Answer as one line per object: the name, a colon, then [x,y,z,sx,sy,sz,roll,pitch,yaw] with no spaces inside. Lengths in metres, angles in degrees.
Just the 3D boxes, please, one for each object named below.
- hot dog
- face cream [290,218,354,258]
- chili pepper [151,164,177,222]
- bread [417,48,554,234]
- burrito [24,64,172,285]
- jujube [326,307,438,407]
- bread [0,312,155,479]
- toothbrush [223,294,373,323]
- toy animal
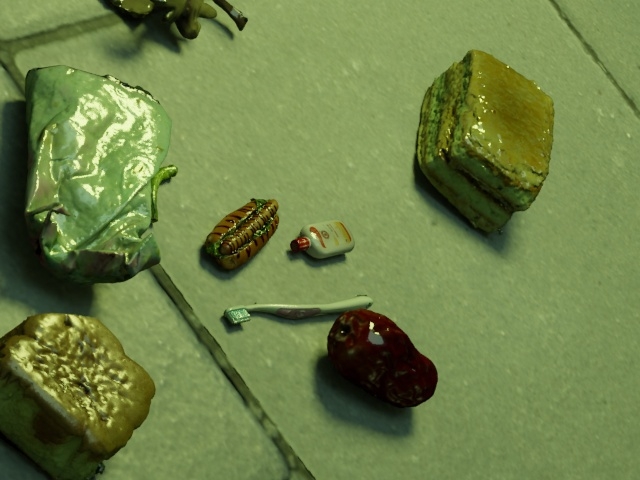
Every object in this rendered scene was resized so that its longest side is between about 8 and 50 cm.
hot dog: [-0.073,-0.010,1.803,0.049,0.037,0.122,49,38,-5]
face cream: [0.000,0.000,1.881,0.083,0.021,0.040,-13,67,-50]
chili pepper: [-0.156,-0.050,1.769,0.030,0.017,0.083,41,36,-13]
bread: [0.193,-0.119,2.120,0.138,0.102,0.196,33,40,-16]
burrito: [-0.212,-0.055,1.662,0.144,0.089,0.229,16,45,-17]
jujube: [0.064,0.117,1.798,0.129,0.077,0.077,34,38,-30]
bread: [-0.212,0.124,1.514,0.140,0.069,0.128,42,36,-11]
toothbrush: [-0.019,0.067,1.805,0.204,0.017,0.022,-4,50,-47]
toy animal: [-0.145,-0.285,1.944,0.186,0.094,0.214,23,36,-37]
